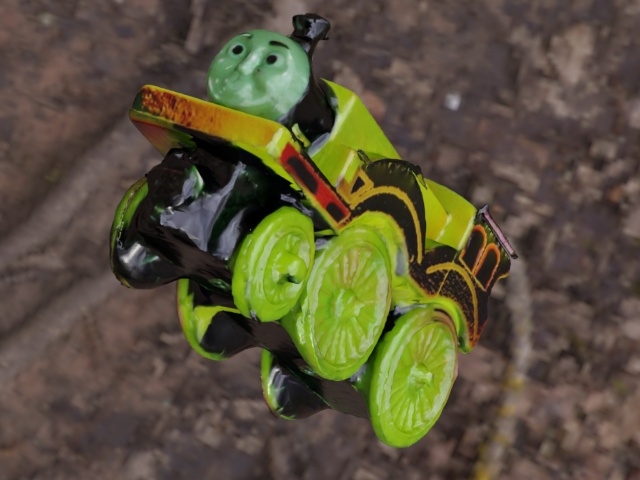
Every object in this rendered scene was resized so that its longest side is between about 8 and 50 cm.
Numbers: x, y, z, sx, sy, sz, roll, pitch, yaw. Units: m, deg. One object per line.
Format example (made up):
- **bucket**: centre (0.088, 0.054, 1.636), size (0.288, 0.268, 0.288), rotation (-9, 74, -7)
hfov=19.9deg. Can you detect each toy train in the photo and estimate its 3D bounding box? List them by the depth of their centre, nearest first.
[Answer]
- **toy train**: centre (0.000, 0.000, 0.945), size (0.160, 0.100, 0.296), rotation (-65, 149, -14)
